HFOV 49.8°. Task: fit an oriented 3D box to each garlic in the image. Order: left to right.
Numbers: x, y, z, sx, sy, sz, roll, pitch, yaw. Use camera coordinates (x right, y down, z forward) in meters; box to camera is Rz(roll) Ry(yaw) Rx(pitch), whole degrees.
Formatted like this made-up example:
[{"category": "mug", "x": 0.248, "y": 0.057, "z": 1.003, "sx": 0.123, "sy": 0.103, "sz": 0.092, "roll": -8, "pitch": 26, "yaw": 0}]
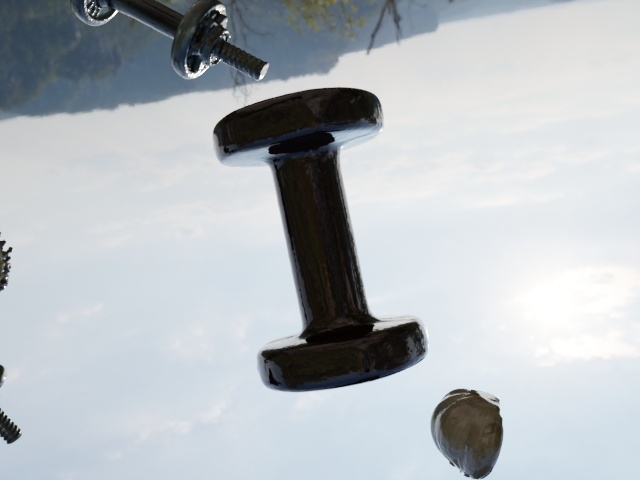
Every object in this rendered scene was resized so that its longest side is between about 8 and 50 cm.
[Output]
[{"category": "garlic", "x": 0.164, "y": 0.214, "z": 0.783, "sx": 0.074, "sy": 0.094, "sz": 0.113, "roll": 28, "pitch": -175, "yaw": -14}]

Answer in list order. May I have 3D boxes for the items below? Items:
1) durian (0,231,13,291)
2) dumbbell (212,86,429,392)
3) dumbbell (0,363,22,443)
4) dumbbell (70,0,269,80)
[{"category": "durian", "x": -0.335, "y": 0.018, "z": 0.664, "sx": 0.052, "sy": 0.130, "sz": 0.066, "roll": 9, "pitch": -157, "yaw": 24}, {"category": "dumbbell", "x": 0.000, "y": 0.000, "z": 0.548, "sx": 0.140, "sy": 0.225, "sz": 0.124, "roll": -13, "pitch": 179, "yaw": 16}, {"category": "dumbbell", "x": -0.393, "y": 0.115, "z": 0.705, "sx": 0.110, "sy": 0.254, "sz": 0.110, "roll": -27, "pitch": -157, "yaw": 13}, {"category": "dumbbell", "x": -0.162, "y": -0.218, "z": 0.659, "sx": 0.254, "sy": 0.082, "sz": 0.081, "roll": 29, "pitch": -153, "yaw": 7}]
